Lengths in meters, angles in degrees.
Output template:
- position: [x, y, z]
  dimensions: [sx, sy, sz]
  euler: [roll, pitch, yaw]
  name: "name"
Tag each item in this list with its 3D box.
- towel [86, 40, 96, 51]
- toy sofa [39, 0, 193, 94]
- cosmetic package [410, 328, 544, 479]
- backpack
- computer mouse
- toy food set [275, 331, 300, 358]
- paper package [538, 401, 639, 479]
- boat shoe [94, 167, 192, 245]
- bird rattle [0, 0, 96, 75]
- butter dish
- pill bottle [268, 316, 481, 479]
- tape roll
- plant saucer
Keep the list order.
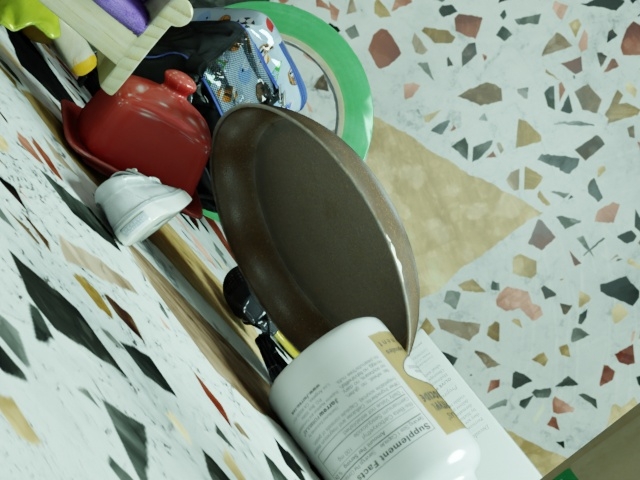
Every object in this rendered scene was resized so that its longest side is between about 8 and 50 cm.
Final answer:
- position: [-0.394, -0.399, 2.135]
  dimensions: [0.248, 0.038, 0.325]
  euler: [7, -39, 55]
  name: "towel"
- position: [-0.277, -0.320, 1.386]
  dimensions: [0.362, 0.177, 0.150]
  euler: [39, 6, -18]
  name: "toy sofa"
- position: [0.192, 0.311, 1.850]
  dimensions: [0.365, 0.155, 0.197]
  euler: [50, -2, 19]
  name: "cosmetic package"
- position: [-0.145, -0.170, 1.943]
  dimensions: [0.276, 0.213, 0.263]
  euler: [15, -45, 49]
  name: "backpack"
- position: [-0.066, 0.100, 1.588]
  dimensions: [0.071, 0.041, 0.242]
  euler: [50, 8, -28]
  name: "computer mouse"
- position: [-0.043, 0.081, 1.939]
  dimensions: [0.128, 0.071, 0.218]
  euler: [51, 1, -12]
  name: "toy food set"
- position: [0.265, 0.292, 1.041]
  dimensions: [0.309, 0.325, 0.168]
  euler: [51, 2, -15]
  name: "paper package"
- position: [-0.166, -0.036, 1.333]
  dimensions: [0.063, 0.066, 0.184]
  euler: [52, 11, -2]
  name: "boat shoe"
- position: [-0.352, -0.296, 1.762]
  dimensions: [0.253, 0.143, 0.207]
  euler: [35, -21, 39]
  name: "bird rattle"
- position: [-0.167, -0.117, 1.477]
  dimensions: [0.160, 0.118, 0.160]
  euler: [31, 12, -21]
  name: "butter dish"
- position: [0.068, 0.192, 1.323]
  dimensions: [0.229, 0.131, 0.131]
  euler: [52, 1, 19]
  name: "pill bottle"
- position: [-0.086, -0.177, 2.107]
  dimensions: [0.321, 0.321, 0.077]
  euler: [51, 0, -5]
  name: "tape roll"
- position: [0.000, 0.000, 1.452]
  dimensions: [0.310, 0.050, 0.310]
  euler: [41, -32, 34]
  name: "plant saucer"
